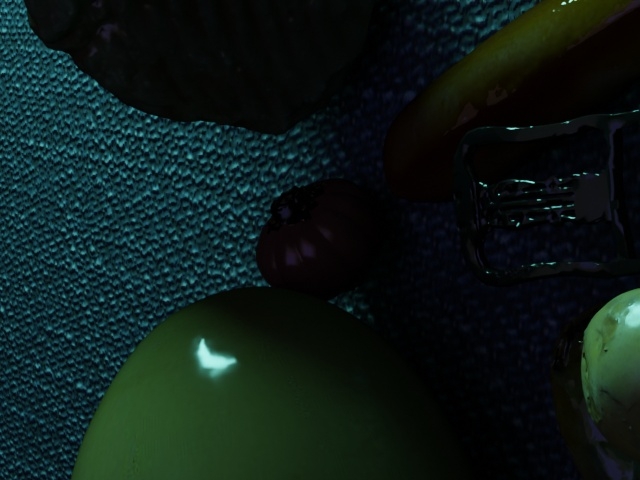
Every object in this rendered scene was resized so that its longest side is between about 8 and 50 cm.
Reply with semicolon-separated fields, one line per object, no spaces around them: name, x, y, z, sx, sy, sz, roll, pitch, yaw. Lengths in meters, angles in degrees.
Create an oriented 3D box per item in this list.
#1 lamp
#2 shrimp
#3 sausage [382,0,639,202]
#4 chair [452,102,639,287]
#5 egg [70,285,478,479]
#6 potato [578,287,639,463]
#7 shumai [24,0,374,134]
lamp;0.000;0.000;0.898;0.107;0.107;0.092;-13;126;48
shrimp;0.220;0.158;0.706;0.117;0.066;0.262;-41;67;42
sausage;0.145;-0.108;0.736;0.300;0.089;0.083;-35;61;44
chair;0.199;-0.031;0.668;0.229;0.113;0.106;-3;92;50
egg;-0.031;0.218;0.810;0.301;0.301;0.373;-28;76;46
potato;0.228;0.087;0.635;0.178;0.118;0.109;21;76;16
shumai;-0.094;-0.255;0.906;0.267;0.314;0.262;-24;37;15
